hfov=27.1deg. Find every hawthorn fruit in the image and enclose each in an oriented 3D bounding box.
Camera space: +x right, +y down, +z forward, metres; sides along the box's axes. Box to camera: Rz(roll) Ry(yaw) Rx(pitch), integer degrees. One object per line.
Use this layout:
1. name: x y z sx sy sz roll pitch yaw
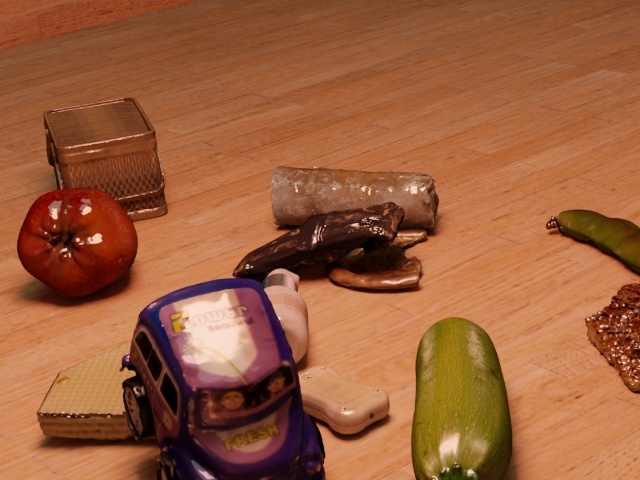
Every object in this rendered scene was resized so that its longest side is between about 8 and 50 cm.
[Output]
1. hawthorn fruit: -0.323 -0.001 1.845 0.162 0.163 0.203 -2 4 11

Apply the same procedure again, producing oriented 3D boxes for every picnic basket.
1. picnic basket: -0.350 -0.127 2.147 0.165 0.139 0.267 -11 22 -13

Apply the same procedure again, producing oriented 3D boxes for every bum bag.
1. bum bag: 0.000 -0.001 1.787 0.248 0.069 0.102 -14 34 16

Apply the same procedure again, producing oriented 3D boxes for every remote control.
1. remote control: 0.015 0.172 1.434 0.074 0.032 0.122 -23 26 -35

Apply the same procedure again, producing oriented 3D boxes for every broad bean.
1. broad bean: 0.392 -0.001 1.751 0.065 0.046 0.254 -22 24 -19

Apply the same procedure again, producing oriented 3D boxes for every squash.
1. squash: 0.138 0.172 1.313 0.101 0.101 0.379 -3 17 7

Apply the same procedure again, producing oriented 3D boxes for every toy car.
1. toy car: -0.092 0.151 1.295 0.172 0.158 0.235 -15 53 -19

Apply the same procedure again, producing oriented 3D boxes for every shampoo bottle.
1. shampoo bottle: -0.052 0.086 1.613 0.074 0.074 0.192 -6 22 0

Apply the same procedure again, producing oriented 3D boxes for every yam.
1. yam: 0.051 -0.061 1.940 0.259 0.093 0.093 3 23 21

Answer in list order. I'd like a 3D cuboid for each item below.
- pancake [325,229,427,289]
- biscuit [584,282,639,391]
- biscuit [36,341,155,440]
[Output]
1. pancake: 0.095 0.026 1.800 0.184 0.020 0.190 -16 23 -26
2. biscuit: 0.375 0.102 1.523 0.131 0.026 0.237 -7 22 -6
3. biscuit: -0.173 0.168 1.470 0.252 0.052 0.150 -1 26 7
